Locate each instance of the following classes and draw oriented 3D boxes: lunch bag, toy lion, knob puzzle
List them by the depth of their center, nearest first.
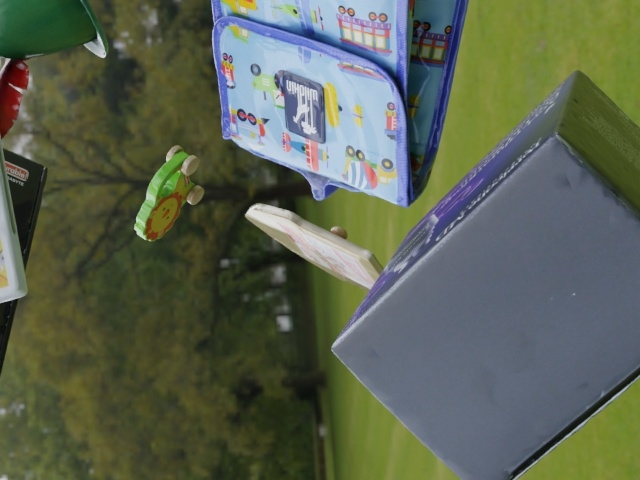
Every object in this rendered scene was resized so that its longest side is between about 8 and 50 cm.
[{"bbox_3d":[0.011,-0.177,1.027,0.138,0.221,0.293,-29,-50,-47],"label":"lunch bag"},{"bbox_3d":[0.000,0.000,1.280,0.030,0.213,0.213,-60,-1,-10],"label":"knob puzzle"},{"bbox_3d":[-0.178,-0.047,1.317,0.096,0.034,0.100,-48,-20,-25],"label":"toy lion"}]

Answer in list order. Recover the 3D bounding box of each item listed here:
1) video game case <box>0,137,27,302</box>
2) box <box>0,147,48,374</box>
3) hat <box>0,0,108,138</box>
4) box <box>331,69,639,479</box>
[{"bbox_3d":[-0.379,-0.022,0.991,0.026,0.227,0.206,64,-168,-74],"label":"video game case"},{"bbox_3d":[-0.453,-0.005,1.188,0.073,0.296,0.293,-33,41,44],"label":"box"},{"bbox_3d":[-0.316,-0.191,1.062,0.208,0.183,0.173,40,164,49],"label":"hat"},{"bbox_3d":[0.114,0.012,0.600,0.153,0.108,0.207,-45,0,21],"label":"box"}]
